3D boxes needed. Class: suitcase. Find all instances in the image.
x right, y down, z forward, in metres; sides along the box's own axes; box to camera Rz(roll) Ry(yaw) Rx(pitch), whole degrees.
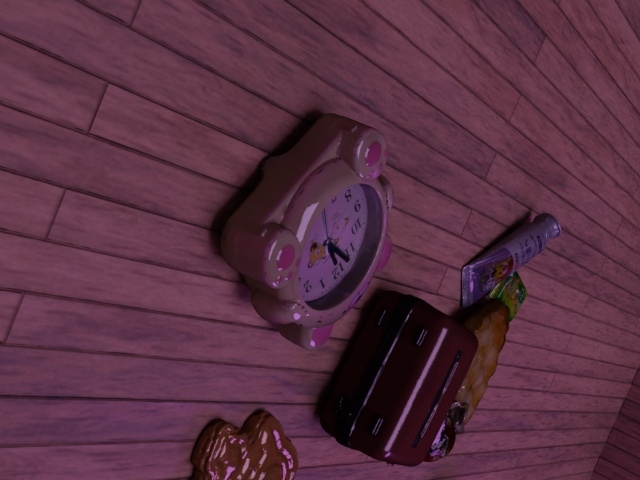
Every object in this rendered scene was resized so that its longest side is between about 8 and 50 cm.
[{"bbox_3d":[0.148,0.257,1.647,0.236,0.161,0.297,32,82,-58],"label":"suitcase"}]

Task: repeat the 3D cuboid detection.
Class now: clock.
[{"bbox_3d":[0.000,0.000,1.316,0.284,0.114,0.309,-52,146,-23],"label":"clock"}]

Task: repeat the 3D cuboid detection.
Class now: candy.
[{"bbox_3d":[0.439,0.122,2.092,0.102,0.032,0.178,-58,147,-12],"label":"candy"}]

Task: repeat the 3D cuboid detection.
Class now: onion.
[{"bbox_3d":[0.233,0.422,1.931,0.117,0.118,0.119,-16,131,-9],"label":"onion"}]

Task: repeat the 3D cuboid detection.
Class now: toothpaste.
[{"bbox_3d":[0.412,0.034,1.974,0.299,0.073,0.114,-33,135,-29],"label":"toothpaste"}]

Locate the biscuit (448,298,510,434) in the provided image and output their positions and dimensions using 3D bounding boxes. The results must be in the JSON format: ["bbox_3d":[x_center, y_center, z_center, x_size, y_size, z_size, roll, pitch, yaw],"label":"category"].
[{"bbox_3d":[0.322,0.291,2.002,0.329,0.078,0.335,-15,123,-54],"label":"biscuit"}]

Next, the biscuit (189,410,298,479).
[{"bbox_3d":[-0.129,0.422,1.463,0.269,0.051,0.376,-45,142,-32],"label":"biscuit"}]

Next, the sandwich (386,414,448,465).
[{"bbox_3d":[0.178,0.344,1.812,0.160,0.109,0.185,-20,131,-23],"label":"sandwich"}]
